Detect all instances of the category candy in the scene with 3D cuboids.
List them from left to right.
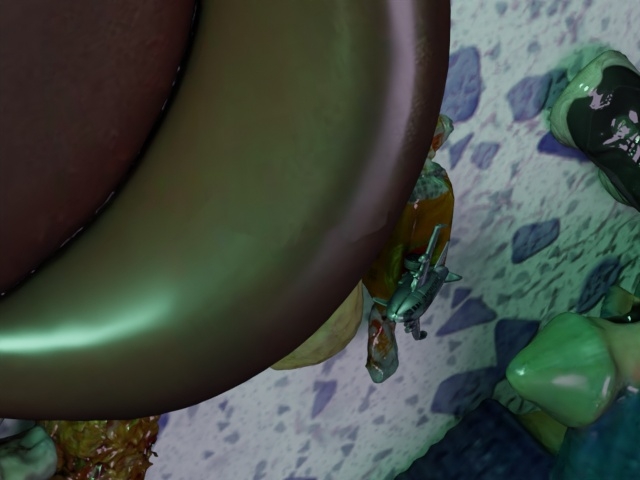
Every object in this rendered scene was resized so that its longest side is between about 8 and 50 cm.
[{"bbox_3d":[0.051,0.002,0.962,0.053,0.046,0.182,-14,125,-41],"label":"candy"}]

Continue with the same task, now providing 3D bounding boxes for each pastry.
[{"bbox_3d":[-0.128,0.124,0.892,0.087,0.063,0.169,-9,126,-38],"label":"pastry"}]

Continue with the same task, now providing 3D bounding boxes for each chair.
[{"bbox_3d":[-0.166,-0.116,0.416,0.227,0.401,0.226,-24,135,-26],"label":"chair"}]

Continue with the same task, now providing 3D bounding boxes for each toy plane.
[{"bbox_3d":[0.057,0.030,0.921,0.083,0.031,0.078,-32,136,-53],"label":"toy plane"}]

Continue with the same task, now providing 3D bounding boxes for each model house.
[{"bbox_3d":[0.194,0.155,1.072,0.280,0.245,0.312,-9,126,-25],"label":"model house"}]

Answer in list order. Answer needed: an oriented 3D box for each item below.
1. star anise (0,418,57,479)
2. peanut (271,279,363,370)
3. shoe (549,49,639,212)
[{"bbox_3d":[-0.204,0.133,0.772,0.229,0.093,0.236,-11,96,-54],"label":"star anise"},{"bbox_3d":[0.000,0.000,0.894,0.082,0.082,0.187,-8,126,-36],"label":"peanut"},{"bbox_3d":[0.219,-0.053,1.018,0.071,0.099,0.169,-46,138,3],"label":"shoe"}]
